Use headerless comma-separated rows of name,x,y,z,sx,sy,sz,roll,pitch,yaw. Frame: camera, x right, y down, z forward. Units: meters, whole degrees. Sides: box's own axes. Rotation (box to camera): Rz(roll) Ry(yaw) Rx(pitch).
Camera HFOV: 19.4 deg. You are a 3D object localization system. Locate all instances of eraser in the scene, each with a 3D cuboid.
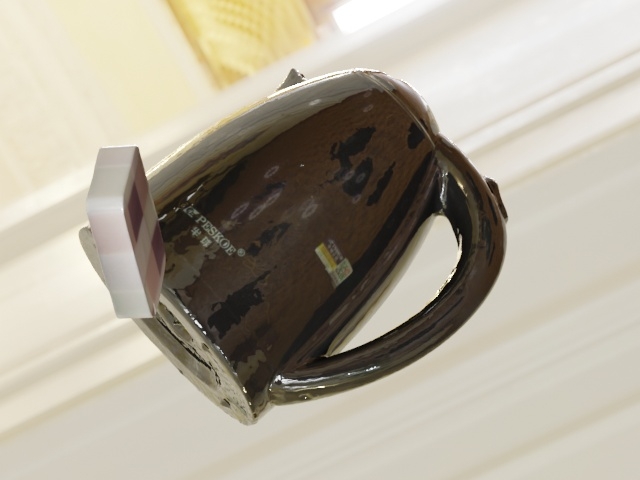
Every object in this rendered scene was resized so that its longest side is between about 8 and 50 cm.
eraser,-0.122,-0.005,1.182,0.065,0.026,0.105,-87,-10,-45

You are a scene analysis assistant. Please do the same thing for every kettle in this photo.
kettle,0.000,0.000,1.498,0.268,0.290,0.207,43,163,22
